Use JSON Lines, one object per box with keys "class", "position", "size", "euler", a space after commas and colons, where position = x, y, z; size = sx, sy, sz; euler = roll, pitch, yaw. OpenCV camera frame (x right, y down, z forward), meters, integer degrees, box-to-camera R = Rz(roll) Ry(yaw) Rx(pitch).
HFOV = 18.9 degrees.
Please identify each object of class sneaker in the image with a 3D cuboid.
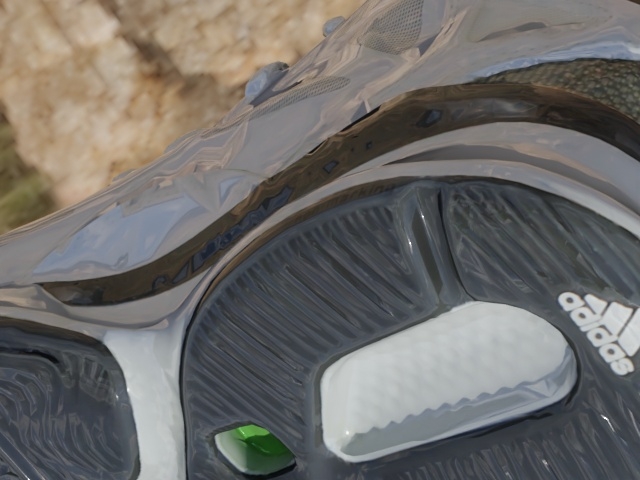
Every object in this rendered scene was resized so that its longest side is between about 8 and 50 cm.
{"class": "sneaker", "position": [0.001, 0.001, 0.722], "size": [0.447, 0.257, 0.169], "euler": [-18, 117, 45]}
